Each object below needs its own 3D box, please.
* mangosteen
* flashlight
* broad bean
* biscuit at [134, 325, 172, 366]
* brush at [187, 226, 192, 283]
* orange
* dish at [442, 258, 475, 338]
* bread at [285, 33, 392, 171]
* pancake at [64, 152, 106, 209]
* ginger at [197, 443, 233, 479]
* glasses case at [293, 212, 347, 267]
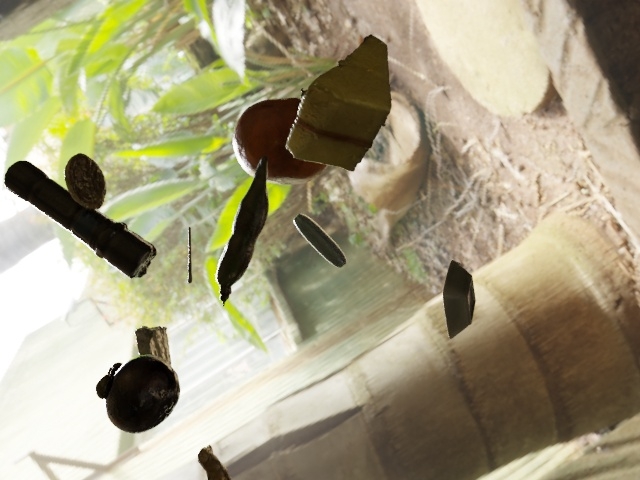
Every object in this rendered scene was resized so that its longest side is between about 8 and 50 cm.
[{"bbox_3d":[-0.338,0.277,1.266,0.153,0.152,0.152,57,177,5],"label":"mangosteen"},{"bbox_3d":[-0.590,-0.054,1.665,0.424,0.103,0.103,33,173,7],"label":"flashlight"},{"bbox_3d":[-0.162,-0.018,1.486,0.061,0.339,0.077,21,179,-32],"label":"broad bean"},{"bbox_3d":[-0.363,0.267,1.504,0.265,0.040,0.188,-98,-2,-60],"label":"biscuit"},{"bbox_3d":[-0.388,0.043,2.035,0.043,0.014,0.170,-136,46,-76],"label":"brush"},{"bbox_3d":[-0.096,-0.265,1.860,0.284,0.283,0.226,140,131,-87],"label":"orange"},{"bbox_3d":[0.392,0.150,1.906,0.234,0.064,0.154,-61,-38,-56],"label":"dish"},{"bbox_3d":[0.037,-0.332,1.600,0.263,0.198,0.236,123,159,-56],"label":"bread"},{"bbox_3d":[-0.549,-0.139,1.608,0.139,0.022,0.140,-14,-90,-70],"label":"pancake"},{"bbox_3d":[-0.317,0.735,2.083,0.131,0.086,0.295,-64,-37,-49],"label":"ginger"},{"bbox_3d":[0.000,0.000,1.767,0.178,0.045,0.067,46,-166,2],"label":"glasses case"}]
